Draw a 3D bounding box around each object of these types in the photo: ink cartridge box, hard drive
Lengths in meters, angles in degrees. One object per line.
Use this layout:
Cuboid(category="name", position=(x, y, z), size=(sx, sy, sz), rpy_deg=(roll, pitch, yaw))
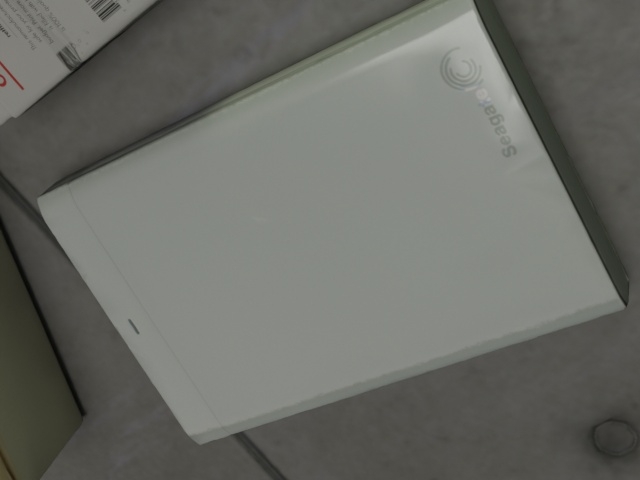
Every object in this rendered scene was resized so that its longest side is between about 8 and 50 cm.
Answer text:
Cuboid(category="ink cartridge box", position=(-0.163, -0.146, 0.632), size=(0.180, 0.060, 0.104), rpy_deg=(-31, 105, 28))
Cuboid(category="hard drive", position=(0.000, 0.000, 0.672), size=(0.307, 0.040, 0.203), rpy_deg=(-22, 109, 27))

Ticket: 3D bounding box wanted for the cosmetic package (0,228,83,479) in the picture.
Cuboid(category="cosmetic package", position=(-0.298, 0.031, 0.740), size=(0.160, 0.113, 0.309), rpy_deg=(-9, 115, 22))
